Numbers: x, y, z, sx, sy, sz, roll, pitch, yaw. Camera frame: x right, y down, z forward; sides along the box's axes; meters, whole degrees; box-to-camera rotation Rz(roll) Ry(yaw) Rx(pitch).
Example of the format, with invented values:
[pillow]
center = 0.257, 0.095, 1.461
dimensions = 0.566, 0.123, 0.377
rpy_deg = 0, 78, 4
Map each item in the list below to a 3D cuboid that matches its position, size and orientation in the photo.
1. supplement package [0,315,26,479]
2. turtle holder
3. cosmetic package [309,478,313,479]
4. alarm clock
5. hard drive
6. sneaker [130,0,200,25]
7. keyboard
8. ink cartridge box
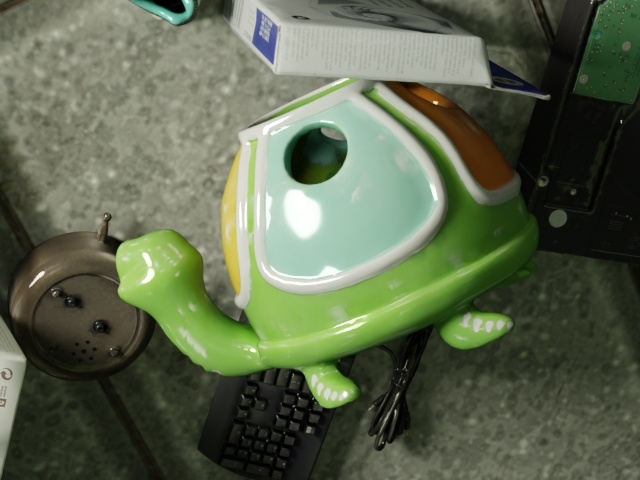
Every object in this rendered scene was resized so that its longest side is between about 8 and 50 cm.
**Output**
[supplement package]
center = -0.403, 0.142, 1.362
dimensions = 0.263, 0.198, 0.199
rpy_deg = 10, 99, -22
[turtle holder]
center = 0.014, -0.009, 1.402
dimensions = 0.320, 0.243, 0.227
rpy_deg = -18, 103, 38
[cosmetic package]
center = -0.022, 0.344, 1.546
dimensions = 0.127, 0.238, 0.107
rpy_deg = -22, 117, -4
[alarm clock]
center = -0.225, 0.074, 1.479
dimensions = 0.192, 0.064, 0.129
rpy_deg = -39, 116, 8
[hard drive]
center = 0.320, -0.141, 1.512
dimensions = 0.237, 0.064, 0.338
rpy_deg = 7, 112, -17
[sneaker]
center = -0.158, -0.233, 1.349
dimensions = 0.166, 0.076, 0.065
rpy_deg = 36, 100, -24
[keyboard]
center = 0.020, 0.094, 1.563
dimensions = 0.202, 0.033, 0.317
rpy_deg = 12, 111, -19
[ink cartridge box]
center = 0.050, -0.167, 1.346
dimensions = 0.224, 0.223, 0.045
rpy_deg = 4, 106, -16
